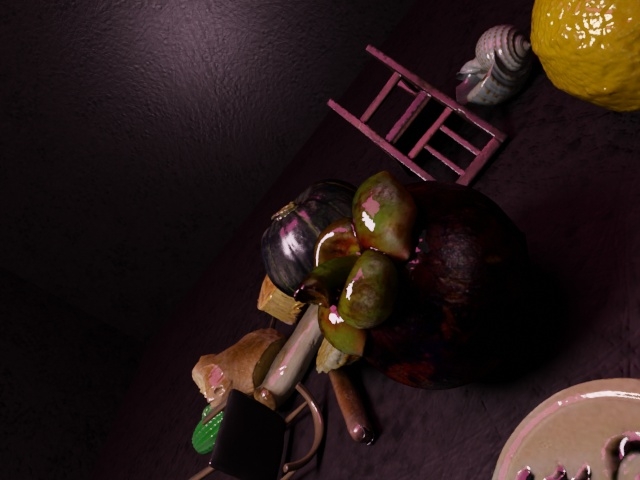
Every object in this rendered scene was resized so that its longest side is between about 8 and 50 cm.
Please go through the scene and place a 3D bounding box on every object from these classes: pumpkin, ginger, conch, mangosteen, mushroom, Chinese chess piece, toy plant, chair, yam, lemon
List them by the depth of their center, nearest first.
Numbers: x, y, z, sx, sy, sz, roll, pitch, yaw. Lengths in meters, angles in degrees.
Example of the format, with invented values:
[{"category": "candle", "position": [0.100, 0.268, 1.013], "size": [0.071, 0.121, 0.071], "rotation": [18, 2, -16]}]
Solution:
[{"category": "Chinese chess piece", "position": [0.255, 0.235, 0.383], "size": [0.250, 0.101, 0.250], "rotation": [-46, 20, 23]}, {"category": "lemon", "position": [0.430, -0.317, 0.655], "size": [0.268, 0.268, 0.322], "rotation": [-48, 17, 20]}, {"category": "mangosteen", "position": [0.139, 0.059, 0.668], "size": [0.311, 0.311, 0.311], "rotation": [-48, 19, 23]}, {"category": "yam", "position": [0.050, 0.287, 0.903], "size": [0.046, 0.046, 0.264], "rotation": [-53, 17, 7]}, {"category": "chair", "position": [-0.137, 0.408, 0.969], "size": [0.272, 0.166, 0.188], "rotation": [-44, 21, 31]}, {"category": "conch", "position": [0.394, -0.377, 1.068], "size": [0.200, 0.131, 0.173], "rotation": [134, 143, -80]}, {"category": "mushroom", "position": [-0.052, 0.270, 1.151], "size": [0.312, 0.081, 0.100], "rotation": [-56, 22, -17]}, {"category": "chair", "position": [0.254, -0.262, 1.174], "size": [0.203, 0.416, 0.240], "rotation": [-51, -26, 12]}, {"category": "pumpkin", "position": [0.000, 0.000, 1.183], "size": [0.323, 0.241, 0.323], "rotation": [-37, 14, 11]}, {"category": "ginger", "position": [-0.210, 0.322, 1.237], "size": [0.221, 0.130, 0.276], "rotation": [-6, 19, 25]}, {"category": "toy plant", "position": [-0.237, 0.474, 1.250], "size": [0.240, 0.088, 0.155], "rotation": [-25, 39, 27]}]

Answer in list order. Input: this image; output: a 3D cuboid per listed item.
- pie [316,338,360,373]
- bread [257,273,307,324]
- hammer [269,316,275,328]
[{"category": "pie", "position": [0.070, 0.148, 0.930], "size": [0.257, 0.105, 0.274], "rotation": [-55, -3, -18]}, {"category": "bread", "position": [-0.083, 0.123, 1.389], "size": [0.179, 0.133, 0.250], "rotation": [-49, 18, 22]}, {"category": "hammer", "position": [-0.154, 0.265, 1.506], "size": [0.058, 0.029, 0.292], "rotation": [-42, 20, 30]}]
